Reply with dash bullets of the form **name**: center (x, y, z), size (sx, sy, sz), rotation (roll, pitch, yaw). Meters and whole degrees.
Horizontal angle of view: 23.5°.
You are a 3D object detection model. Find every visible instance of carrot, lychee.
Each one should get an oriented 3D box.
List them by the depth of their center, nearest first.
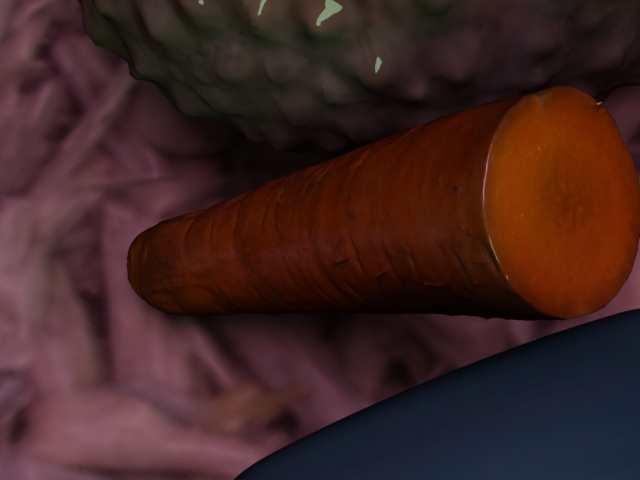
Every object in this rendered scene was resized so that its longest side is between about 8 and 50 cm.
- **carrot**: center (0.000, 0.000, 0.469), size (0.061, 0.210, 0.061), rotation (5, 81, -37)
- **lychee**: center (0.022, -0.155, 0.495), size (0.255, 0.274, 0.255), rotation (-11, 38, 9)

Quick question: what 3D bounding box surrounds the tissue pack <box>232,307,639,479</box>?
- **tissue pack**: center (0.084, 0.162, 0.374), size (0.198, 0.206, 0.287), rotation (-18, 66, -7)
